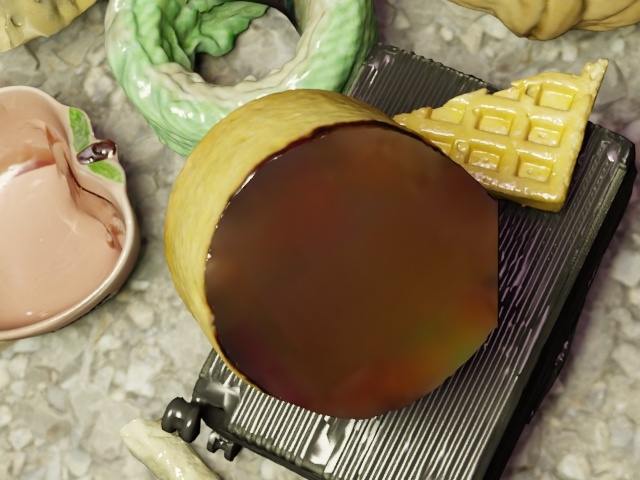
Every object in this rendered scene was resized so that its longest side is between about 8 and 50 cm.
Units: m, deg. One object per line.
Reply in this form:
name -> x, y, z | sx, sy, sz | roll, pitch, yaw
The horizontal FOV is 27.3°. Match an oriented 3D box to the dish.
dish -> -0.235, -0.012, 1.083 | 0.213, 0.090, 0.213 | -3, 75, 13

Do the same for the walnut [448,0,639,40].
walnut -> 0.178, -0.307, 0.990 | 0.252, 0.277, 0.313 | 27, 118, 53

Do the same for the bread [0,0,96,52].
bread -> -0.211, -0.339, 1.101 | 0.236, 0.183, 0.389 | 15, 62, 52

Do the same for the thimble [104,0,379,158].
thimble -> -0.058, -0.164, 1.059 | 0.219, 0.150, 0.219 | -3, 75, 10

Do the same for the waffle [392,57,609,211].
waffle -> 0.092, -0.095, 0.923 | 0.191, 0.032, 0.125 | 17, 75, 13

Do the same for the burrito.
burrito -> -0.083, 0.205, 1.011 | 0.185, 0.045, 0.041 | 43, 50, 21

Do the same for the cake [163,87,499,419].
cake -> 0.000, 0.000, 0.850 | 0.207, 0.178, 0.185 | 25, 98, -15

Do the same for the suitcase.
suitcase -> 0.071, 0.046, 0.972 | 0.229, 0.152, 0.335 | 24, 80, 16
